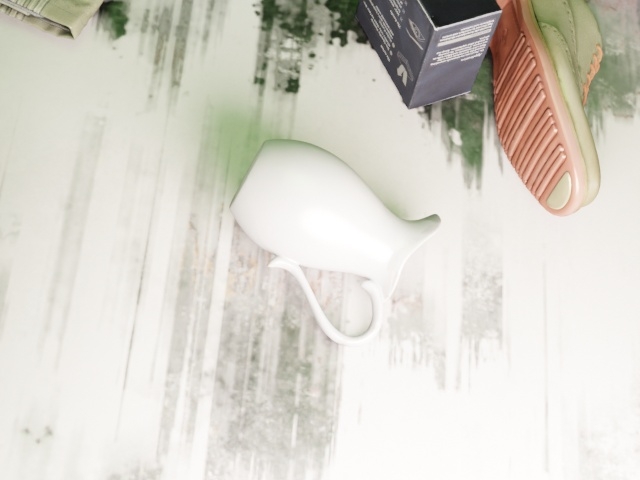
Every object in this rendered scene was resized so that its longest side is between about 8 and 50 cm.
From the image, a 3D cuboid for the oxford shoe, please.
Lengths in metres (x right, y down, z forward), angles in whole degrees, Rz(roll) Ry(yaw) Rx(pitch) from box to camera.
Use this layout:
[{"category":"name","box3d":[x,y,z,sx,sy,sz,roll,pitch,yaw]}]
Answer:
[{"category":"oxford shoe","box3d":[0.283,-0.208,1.654,0.146,0.140,0.397,0,61,-19]}]

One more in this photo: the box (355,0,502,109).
[{"category":"box","box3d":[0.123,-0.268,1.644,0.093,0.158,0.156,-18,65,-19]}]

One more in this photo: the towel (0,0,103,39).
[{"category":"towel","box3d":[-0.366,-0.406,1.708,0.312,0.056,0.324,26,56,2]}]

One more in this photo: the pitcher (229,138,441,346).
[{"category":"pitcher","box3d":[0.000,0.000,1.493,0.207,0.125,0.178,29,73,-6]}]
